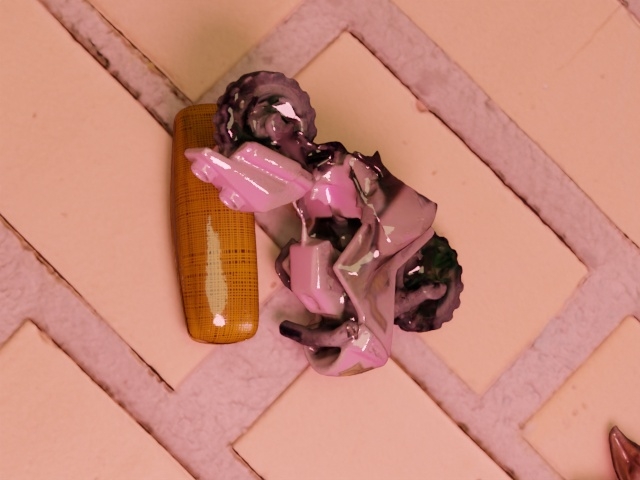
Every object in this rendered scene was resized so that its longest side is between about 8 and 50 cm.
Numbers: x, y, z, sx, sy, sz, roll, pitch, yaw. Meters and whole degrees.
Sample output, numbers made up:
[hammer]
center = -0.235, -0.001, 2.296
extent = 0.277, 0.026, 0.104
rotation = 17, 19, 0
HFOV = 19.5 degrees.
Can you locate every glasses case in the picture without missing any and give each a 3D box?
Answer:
[glasses case]
center = -0.102, -0.017, 1.785
extent = 0.079, 0.064, 0.234
rotation = -1, 79, -19

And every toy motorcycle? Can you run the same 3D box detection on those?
[toy motorcycle]
center = 0.000, 0.000, 1.739
extent = 0.327, 0.143, 0.188
rotation = 45, 68, -26

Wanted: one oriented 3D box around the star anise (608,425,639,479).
[star anise]
center = 0.350, 0.286, 1.796
extent = 0.231, 0.089, 0.209
rotation = 38, 87, 5
